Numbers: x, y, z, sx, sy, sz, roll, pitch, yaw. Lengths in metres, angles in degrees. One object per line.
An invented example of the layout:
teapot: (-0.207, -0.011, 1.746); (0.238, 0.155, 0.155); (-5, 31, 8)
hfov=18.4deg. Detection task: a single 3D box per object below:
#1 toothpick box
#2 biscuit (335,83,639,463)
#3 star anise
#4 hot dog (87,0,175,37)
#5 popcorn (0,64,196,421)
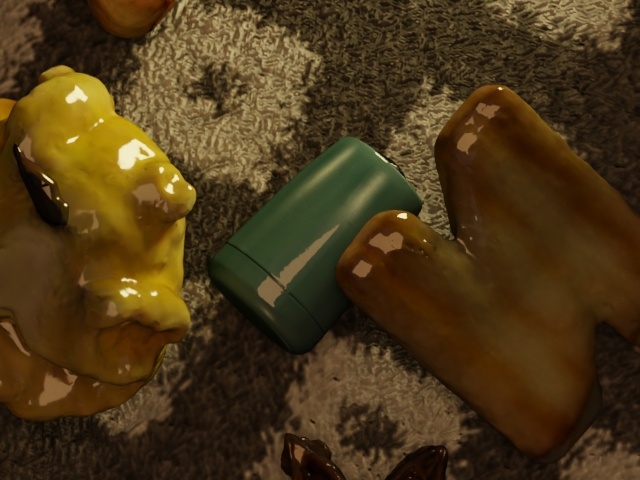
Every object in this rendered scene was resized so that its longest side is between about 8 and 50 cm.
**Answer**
toothpick box: (0.000, 0.000, 1.747); (0.120, 0.120, 0.184); (42, 80, 4)
biscuit: (0.172, 0.032, 1.729); (0.291, 0.062, 0.237); (40, 83, -22)
star anise: (0.035, 0.263, 1.731); (0.220, 0.099, 0.214); (43, 71, 9)
hot dog: (-0.151, -0.318, 1.772); (0.153, 0.150, 0.256); (36, 84, -7)
popcorn: (-0.237, -0.003, 1.687); (0.316, 0.281, 0.297); (19, 103, 31)
